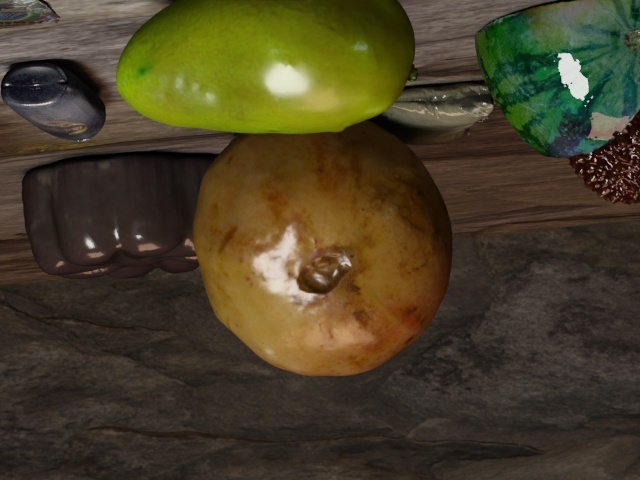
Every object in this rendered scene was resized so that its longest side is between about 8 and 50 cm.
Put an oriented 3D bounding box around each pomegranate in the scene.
[{"bbox_3d":[0.000,0.000,2.173,0.338,0.338,0.338,-5,173,-1],"label":"pomegranate"}]

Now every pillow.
[{"bbox_3d":[0.132,-0.154,2.182,0.148,0.050,0.230,5,171,-3],"label":"pillow"}]

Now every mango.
[{"bbox_3d":[-0.041,-0.166,1.546,0.273,0.149,0.185,-3,-177,36],"label":"mango"}]

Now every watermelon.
[{"bbox_3d":[0.260,-0.163,1.782,0.128,0.146,0.231,0,174,-34],"label":"watermelon"}]

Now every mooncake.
[{"bbox_3d":[-0.269,-0.033,2.470,0.306,0.154,0.306,-7,172,-1],"label":"mooncake"}]

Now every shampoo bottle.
[{"bbox_3d":[-0.287,-0.148,1.907,0.087,0.049,0.234,-3,173,3],"label":"shampoo bottle"}]

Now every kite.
[{"bbox_3d":[-0.389,-0.194,1.605,0.285,0.015,0.152,-7,172,17],"label":"kite"}]

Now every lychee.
[{"bbox_3d":[0.362,-0.132,2.017,0.188,0.188,0.188,-5,173,-1],"label":"lychee"}]

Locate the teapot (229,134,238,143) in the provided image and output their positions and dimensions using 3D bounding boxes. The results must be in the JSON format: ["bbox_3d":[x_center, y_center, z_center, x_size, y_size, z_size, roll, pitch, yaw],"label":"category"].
[{"bbox_3d":[-0.079,-0.119,2.302,0.083,0.064,0.064,28,160,-6],"label":"teapot"}]
